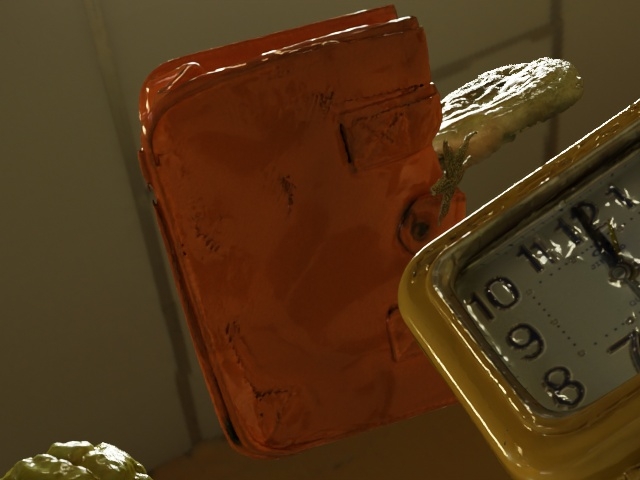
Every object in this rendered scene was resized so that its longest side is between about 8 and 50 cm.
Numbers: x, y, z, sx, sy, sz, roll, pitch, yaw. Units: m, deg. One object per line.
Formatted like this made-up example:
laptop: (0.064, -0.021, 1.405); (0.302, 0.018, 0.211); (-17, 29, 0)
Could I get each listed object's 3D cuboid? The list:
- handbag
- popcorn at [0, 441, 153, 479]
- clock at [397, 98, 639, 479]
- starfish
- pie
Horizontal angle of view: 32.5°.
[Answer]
handbag: (0.000, 0.000, 1.099); (0.303, 0.116, 0.410); (-16, -69, -8)
popcorn: (-0.226, 0.323, 1.010); (0.237, 0.251, 0.206); (-37, -11, -20)
clock: (0.147, 0.020, 0.456); (0.202, 0.143, 0.096); (-36, -45, 1)
starfish: (0.123, -0.058, 1.021); (0.092, 0.016, 0.086); (-33, -43, -57)
pie: (0.214, -0.166, 1.501); (0.337, 0.337, 0.075); (-33, -80, -12)
